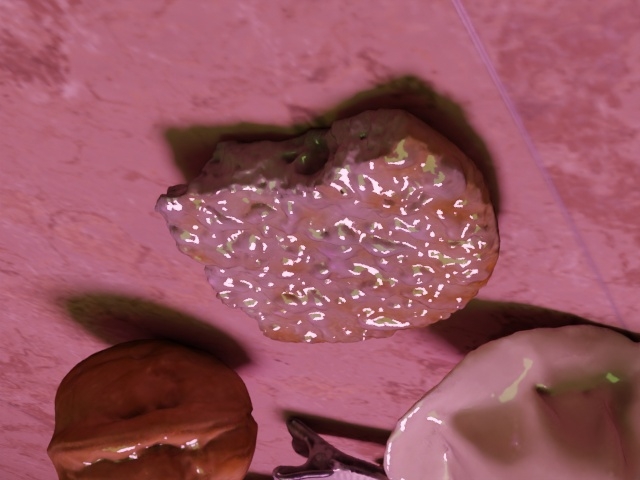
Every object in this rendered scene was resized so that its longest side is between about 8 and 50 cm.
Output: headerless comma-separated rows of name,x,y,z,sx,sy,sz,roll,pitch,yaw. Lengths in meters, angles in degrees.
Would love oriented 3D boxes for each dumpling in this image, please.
dumpling,0.167,0.128,0.649,0.215,0.126,0.166,23,127,12

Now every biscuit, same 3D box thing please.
biscuit,0.000,0.000,0.553,0.188,0.040,0.265,21,150,-13

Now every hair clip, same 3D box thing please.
hair clip,0.069,0.222,0.900,0.218,0.071,0.159,14,160,13

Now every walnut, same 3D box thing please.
walnut,-0.133,0.156,0.781,0.166,0.167,0.149,17,161,-6
